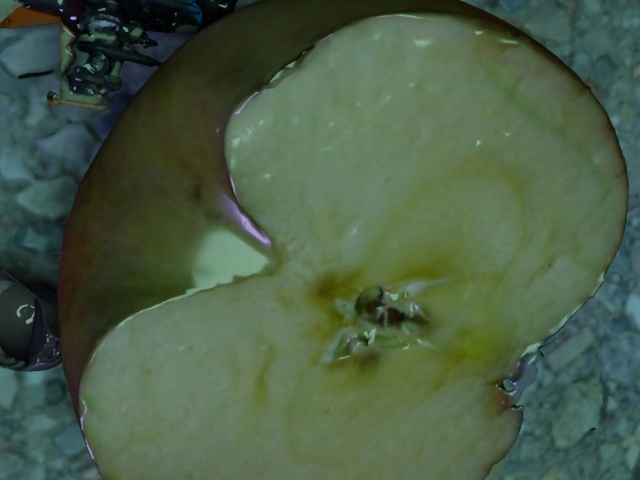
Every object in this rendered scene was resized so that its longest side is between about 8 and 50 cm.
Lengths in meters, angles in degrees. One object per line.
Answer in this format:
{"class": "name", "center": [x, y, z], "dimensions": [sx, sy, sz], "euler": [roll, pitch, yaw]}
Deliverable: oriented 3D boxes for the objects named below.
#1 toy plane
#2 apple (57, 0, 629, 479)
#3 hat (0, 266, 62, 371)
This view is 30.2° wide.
{"class": "toy plane", "center": [-0.089, -0.126, 0.608], "dimensions": [0.188, 0.062, 0.135], "euler": [4, 76, -21]}
{"class": "apple", "center": [0.000, 0.000, 0.612], "dimensions": [0.251, 0.163, 0.293], "euler": [23, 109, -34]}
{"class": "hat", "center": [-0.169, 0.039, 0.640], "dimensions": [0.087, 0.042, 0.058], "euler": [19, 95, 14]}
